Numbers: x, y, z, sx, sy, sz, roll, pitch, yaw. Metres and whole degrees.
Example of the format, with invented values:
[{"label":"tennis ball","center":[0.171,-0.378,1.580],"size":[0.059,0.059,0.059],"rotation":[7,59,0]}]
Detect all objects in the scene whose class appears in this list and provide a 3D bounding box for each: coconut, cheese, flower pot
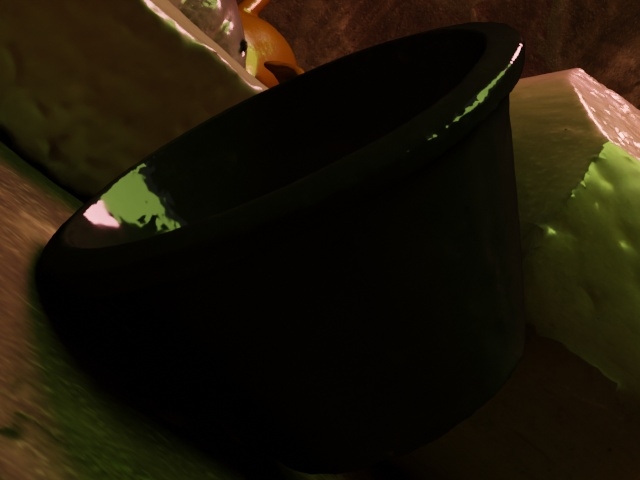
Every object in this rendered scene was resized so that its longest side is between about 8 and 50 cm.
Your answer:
[{"label":"coconut","center":[0.144,0.044,0.878],"size":[0.352,0.352,0.352],"rotation":[42,3,-3]},{"label":"cheese","center":[-0.171,-0.140,0.982],"size":[0.332,0.153,0.292],"rotation":[41,3,-33]},{"label":"flower pot","center":[0.008,0.013,0.645],"size":[0.166,0.269,0.269],"rotation":[65,-3,-16]}]

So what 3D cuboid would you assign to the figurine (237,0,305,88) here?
[{"label":"figurine","center":[-0.085,-0.207,1.999],"size":[0.387,0.268,0.401],"rotation":[56,16,8]}]

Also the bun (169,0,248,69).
[{"label":"bun","center":[-0.179,-0.200,1.245],"size":[0.281,0.205,0.281],"rotation":[43,4,-4]}]
